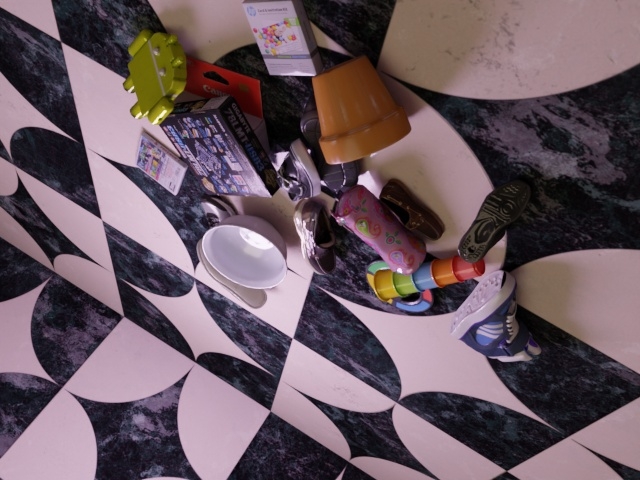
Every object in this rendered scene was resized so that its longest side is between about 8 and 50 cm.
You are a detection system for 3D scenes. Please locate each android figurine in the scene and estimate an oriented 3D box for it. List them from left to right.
[{"bbox_3d":[-0.444,-0.444,1.709,0.272,0.056,0.249,-26,76,43],"label":"android figurine"}]

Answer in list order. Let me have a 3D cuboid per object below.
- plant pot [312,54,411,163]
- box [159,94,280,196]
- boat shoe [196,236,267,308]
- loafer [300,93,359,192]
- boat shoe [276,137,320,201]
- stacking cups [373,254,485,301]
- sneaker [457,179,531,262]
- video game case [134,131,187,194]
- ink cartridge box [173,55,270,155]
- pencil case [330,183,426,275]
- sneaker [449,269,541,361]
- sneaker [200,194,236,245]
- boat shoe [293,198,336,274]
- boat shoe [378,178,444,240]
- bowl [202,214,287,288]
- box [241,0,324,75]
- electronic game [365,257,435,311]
[{"bbox_3d":[0.074,-0.296,1.406,0.205,0.205,0.188,-4,115,46],"label":"plant pot"},{"bbox_3d":[-0.283,-0.252,1.773,0.293,0.073,0.296,6,137,44],"label":"box"},{"bbox_3d":[-0.339,0.119,2.392,0.340,0.127,0.113,42,170,-15],"label":"boat shoe"},{"bbox_3d":[0.031,-0.242,1.615,0.108,0.095,0.303,-10,144,15],"label":"loafer"},{"bbox_3d":[-0.065,-0.171,1.668,0.301,0.102,0.108,82,162,-79],"label":"boat shoe"},{"bbox_3d":[0.297,0.089,1.754,0.316,0.096,0.096,-20,120,37],"label":"stacking cups"},{"bbox_3d":[0.413,-0.057,1.496,0.087,0.130,0.228,34,121,11],"label":"sneaker"},{"bbox_3d":[-0.548,-0.260,2.183,0.183,0.023,0.201,38,149,-3],"label":"video game case"},{"bbox_3d":[-0.290,-0.361,1.767,0.296,0.066,0.261,23,147,20],"label":"ink cartridge box"},{"bbox_3d":[0.158,-0.027,1.693,0.284,0.124,0.124,40,149,-26],"label":"pencil case"},{"bbox_3d":[0.515,0.220,1.725,0.236,0.130,0.323,25,143,-1],"label":"sneaker"},{"bbox_3d":[-0.339,-0.043,2.189,0.100,0.108,0.272,10,138,38],"label":"sneaker"},{"bbox_3d":[0.000,0.000,1.932,0.092,0.103,0.285,16,137,37],"label":"boat shoe"},{"bbox_3d":[0.233,-0.065,1.653,0.207,0.073,0.073,41,145,-10],"label":"boat shoe"},{"bbox_3d":[-0.229,0.013,2.104,0.297,0.134,0.298,13,139,12],"label":"bowl"},{"bbox_3d":[-0.084,-0.468,1.460,0.145,0.038,0.186,12,140,33],"label":"box"},{"bbox_3d":[0.240,0.136,1.930,0.229,0.048,0.229,25,146,18],"label":"electronic game"}]
